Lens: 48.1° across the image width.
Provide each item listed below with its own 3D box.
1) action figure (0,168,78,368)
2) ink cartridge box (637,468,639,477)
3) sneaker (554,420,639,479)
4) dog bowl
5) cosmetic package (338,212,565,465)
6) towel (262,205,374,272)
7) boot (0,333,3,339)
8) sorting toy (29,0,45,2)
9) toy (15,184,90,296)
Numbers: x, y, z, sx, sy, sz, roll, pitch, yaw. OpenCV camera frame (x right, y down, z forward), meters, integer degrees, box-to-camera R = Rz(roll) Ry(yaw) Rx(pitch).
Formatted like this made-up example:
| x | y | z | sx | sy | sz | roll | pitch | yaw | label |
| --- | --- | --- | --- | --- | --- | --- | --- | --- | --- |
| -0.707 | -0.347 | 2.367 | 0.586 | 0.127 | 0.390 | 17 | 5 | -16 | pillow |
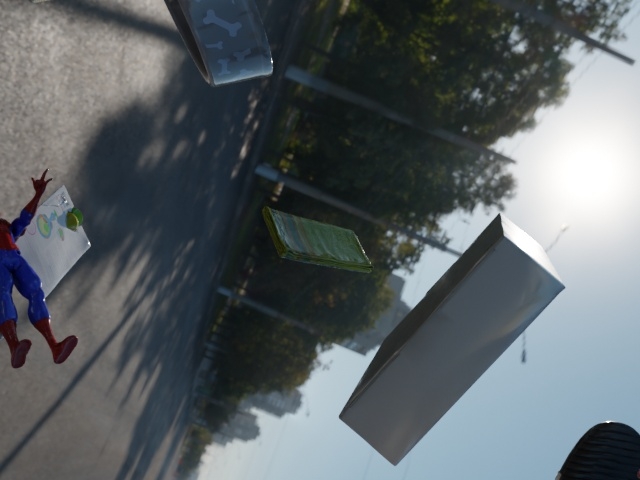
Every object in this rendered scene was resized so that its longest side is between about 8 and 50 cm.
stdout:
| x | y | z | sx | sy | sz | roll | pitch | yaw | label |
| --- | --- | --- | --- | --- | --- | --- | --- | --- | --- |
| -0.382 | 0.010 | 0.910 | 0.092 | 0.280 | 0.139 | 4 | 127 | -49 | action figure |
| 0.399 | 0.188 | 0.591 | 0.181 | 0.225 | 0.056 | -13 | 119 | -57 | ink cartridge box |
| 0.351 | 0.393 | 0.999 | 0.146 | 0.123 | 0.330 | -76 | -179 | -83 | sneaker |
| -0.197 | -0.406 | 1.151 | 0.102 | 0.348 | 0.349 | -27 | 179 | -6 | dog bowl |
| 0.182 | 0.107 | 0.965 | 0.284 | 0.097 | 0.377 | -52 | 173 | 13 | cosmetic package |
| 0.000 | 0.000 | 1.266 | 0.021 | 0.237 | 0.102 | -41 | -123 | 29 | towel |
| -0.461 | 0.088 | 0.933 | 0.042 | 0.118 | 0.087 | -41 | -179 | 16 | boot |
| -0.157 | -0.359 | 0.640 | 0.257 | 0.089 | 0.255 | -45 | -178 | 36 | sorting toy |
| -0.506 | 0.005 | 1.304 | 0.237 | 0.056 | 0.136 | -72 | 149 | -63 | toy |
